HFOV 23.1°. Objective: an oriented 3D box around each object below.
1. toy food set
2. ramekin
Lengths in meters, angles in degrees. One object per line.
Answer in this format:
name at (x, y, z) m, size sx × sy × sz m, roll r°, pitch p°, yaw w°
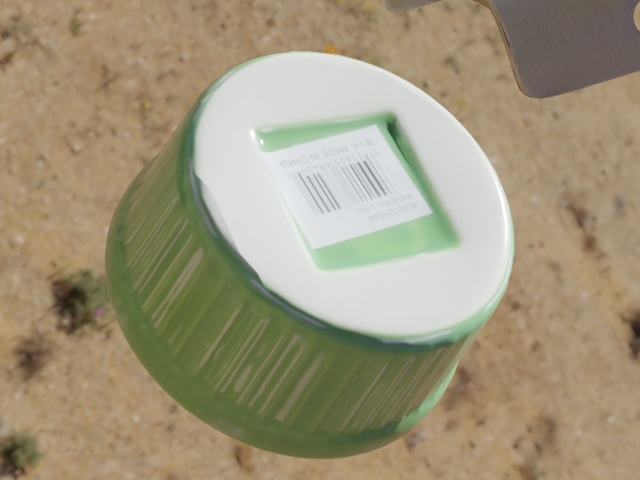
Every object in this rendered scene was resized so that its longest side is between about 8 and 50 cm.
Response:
toy food set at (0.178, -0.164, 0.998) m, size 0.306 × 0.219 × 0.092 m, roll -128°, pitch -158°, yaw -70°
ramekin at (0.000, 0.000, 1.201) m, size 0.303 × 0.148 × 0.303 m, roll 13°, pitch 52°, yaw -17°
